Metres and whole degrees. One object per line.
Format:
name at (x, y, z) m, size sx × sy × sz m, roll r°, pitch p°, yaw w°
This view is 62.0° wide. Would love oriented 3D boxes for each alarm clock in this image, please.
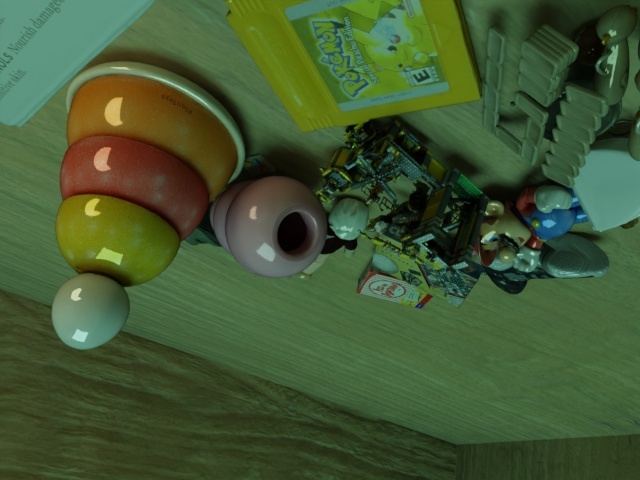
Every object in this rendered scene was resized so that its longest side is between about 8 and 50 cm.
alarm clock at (0.406, -0.200, 0.821) m, size 0.192 × 0.064 × 0.129 m, roll 17°, pitch 150°, yaw -15°

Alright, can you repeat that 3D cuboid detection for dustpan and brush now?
dustpan and brush at (0.505, -0.109, 0.823) m, size 0.211 × 0.060 × 0.147 m, roll -23°, pitch 97°, yaw 55°

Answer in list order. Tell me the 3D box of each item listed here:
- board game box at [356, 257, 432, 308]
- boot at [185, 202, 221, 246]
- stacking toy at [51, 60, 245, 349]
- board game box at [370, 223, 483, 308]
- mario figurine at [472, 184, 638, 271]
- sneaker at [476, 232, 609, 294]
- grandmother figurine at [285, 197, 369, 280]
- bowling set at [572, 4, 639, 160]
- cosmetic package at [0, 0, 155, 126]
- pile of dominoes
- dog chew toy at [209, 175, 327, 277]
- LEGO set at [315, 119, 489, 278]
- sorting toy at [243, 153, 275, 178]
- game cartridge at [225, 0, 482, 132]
board game box at (0.211, 0.120, 1.459) m, size 0.194 × 0.045 × 0.146 m, roll 14°, pitch 150°, yaw -3°
boot at (-0.335, -0.052, 1.336) m, size 0.161 × 0.083 × 0.246 m, roll 2°, pitch 148°, yaw 29°
stacking toy at (-0.356, -0.041, 0.950) m, size 0.351 × 0.479 × 0.350 m, roll 9°, pitch 150°, yaw 6°
board game box at (0.246, 0.060, 1.271) m, size 0.243 × 0.042 × 0.165 m, roll 27°, pitch 153°, yaw 12°
mario figurine at (0.418, -0.017, 1.010) m, size 0.321 × 0.170 × 0.198 m, roll -18°, pitch 106°, yaw 30°
sneaker at (0.489, 0.056, 1.196) m, size 0.269 × 0.101 × 0.153 m, roll 7°, pitch 151°, yaw 21°
grandmother figurine at (0.000, 0.000, 1.288) m, size 0.208 × 0.103 × 0.342 m, roll -3°, pitch 158°, yaw -33°
bowling set at (0.387, -0.248, 0.635) m, size 0.200 × 0.287 × 0.154 m, roll 33°, pitch 159°, yaw 39°
cosmetic package at (-0.340, -0.390, 0.494) m, size 0.328 × 0.329 × 0.394 m, roll -16°, pitch 140°, yaw 40°
pile of dominoes at (0.319, -0.190, 0.765) m, size 0.040 × 0.196 × 0.251 m, roll -39°, pitch 154°, yaw -3°
dog chew toy at (-0.131, -0.040, 1.133) m, size 0.207 × 0.206 × 0.332 m, roll 34°, pitch 171°, yaw -33°
LEGO set at (0.137, -0.047, 0.985) m, size 0.331 × 0.192 × 0.255 m, roll 43°, pitch 145°, yaw -24°
sorting toy at (-0.129, -0.152, 1.147) m, size 0.062 × 0.012 × 0.083 m, roll -9°, pitch 144°, yaw 32°
game cartridge at (0.053, -0.291, 0.801) m, size 0.324 × 0.052 × 0.285 m, roll -6°, pitch 146°, yaw 27°
